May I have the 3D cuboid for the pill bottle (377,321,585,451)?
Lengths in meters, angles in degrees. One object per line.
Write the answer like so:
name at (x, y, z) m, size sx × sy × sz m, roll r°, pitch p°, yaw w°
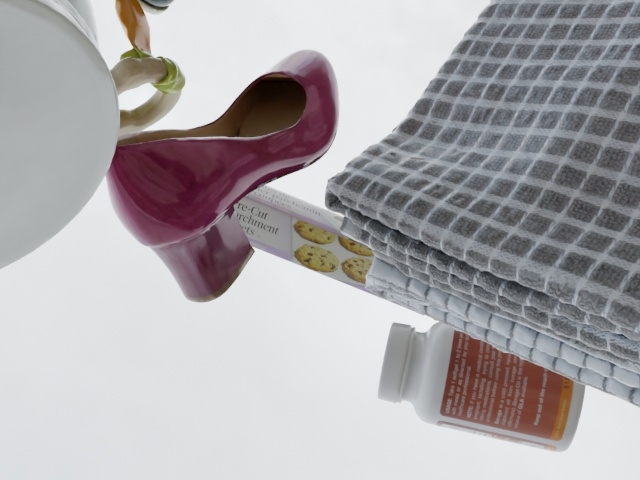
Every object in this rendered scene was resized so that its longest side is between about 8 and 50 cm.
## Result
pill bottle at (0.179, 0.159, 0.861) m, size 0.216 × 0.121 × 0.121 m, roll 11°, pitch -124°, yaw 9°

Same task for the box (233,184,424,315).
box at (0.000, 0.000, 0.958) m, size 0.324 × 0.067 × 0.063 m, roll 23°, pitch -155°, yaw -5°

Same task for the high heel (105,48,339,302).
high heel at (-0.079, -0.131, 0.758) m, size 0.377 × 0.127 × 0.181 m, roll -71°, pitch -31°, yaw -41°

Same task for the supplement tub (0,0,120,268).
supplement tub at (-0.275, -0.144, 0.452) m, size 0.228 × 0.228 × 0.316 m, roll -16°, pitch -128°, yaw -35°

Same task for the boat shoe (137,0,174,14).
boat shoe at (-0.243, -0.432, 0.898) m, size 0.319 × 0.099 × 0.116 m, roll 66°, pitch -153°, yaw -19°

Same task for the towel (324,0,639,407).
towel at (0.163, -0.046, 0.471) m, size 0.235 × 0.284 × 0.121 m, roll -55°, pitch -44°, yaw -13°

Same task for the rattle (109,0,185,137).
rattle at (-0.269, -0.182, 0.930) m, size 0.143 × 0.200 × 0.130 m, roll 49°, pitch -142°, yaw 0°
